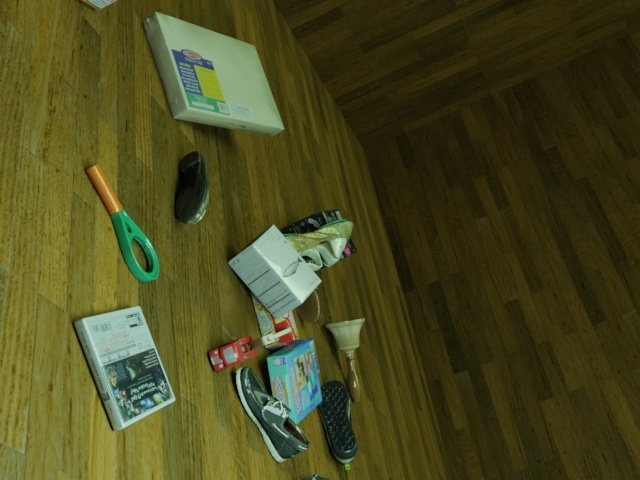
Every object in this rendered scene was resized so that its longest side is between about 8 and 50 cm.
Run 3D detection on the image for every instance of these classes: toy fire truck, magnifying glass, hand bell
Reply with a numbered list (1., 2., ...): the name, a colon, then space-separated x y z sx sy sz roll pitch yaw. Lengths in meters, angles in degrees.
1. toy fire truck: -0.134 0.212 1.675 0.047 0.135 0.192 68 13 4
2. magnifying glass: -0.354 -0.029 1.466 0.092 0.026 0.231 -70 137 -70
3. hand bell: 0.092 0.359 2.440 0.126 0.126 0.241 10 70 -74

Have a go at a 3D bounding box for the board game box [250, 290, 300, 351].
1. board game box: -0.113 0.178 2.009 0.147 0.045 0.193 37 33 -65

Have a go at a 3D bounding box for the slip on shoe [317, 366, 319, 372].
1. slip on shoe: -0.034 0.343 2.068 0.135 0.052 0.041 -55 161 -83

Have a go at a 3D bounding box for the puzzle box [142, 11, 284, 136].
1. puzzle box: -0.268 -0.421 2.129 0.409 0.052 0.272 2 66 -58

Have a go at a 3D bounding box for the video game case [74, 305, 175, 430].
1. video game case: -0.305 0.195 1.294 0.173 0.022 0.190 68 13 4

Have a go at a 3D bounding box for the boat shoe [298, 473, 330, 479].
1. boat shoe: -0.030 0.545 1.756 0.065 0.075 0.206 26 6 22

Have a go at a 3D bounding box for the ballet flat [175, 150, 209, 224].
1. ballet flat: -0.272 -0.110 1.797 0.058 0.084 0.249 56 12 -36

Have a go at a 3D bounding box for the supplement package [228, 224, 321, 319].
1. supplement package: -0.106 0.074 1.921 0.179 0.105 0.105 50 40 -6

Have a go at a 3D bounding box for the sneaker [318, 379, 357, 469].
1. sneaker: 0.041 0.476 2.112 0.097 0.084 0.234 89 -6 -49

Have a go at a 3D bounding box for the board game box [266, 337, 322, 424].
1. board game box: -0.057 0.323 1.891 0.210 0.047 0.160 -12 94 -73

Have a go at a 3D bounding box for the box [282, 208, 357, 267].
1. box: 0.000 0.000 2.530 0.163 0.142 0.247 67 12 2

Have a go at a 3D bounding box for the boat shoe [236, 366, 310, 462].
1. boat shoe: -0.101 0.353 1.708 0.233 0.079 0.084 62 16 -17

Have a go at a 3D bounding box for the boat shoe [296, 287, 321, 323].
1. boat shoe: -0.042 0.134 2.289 0.073 0.073 0.206 15 53 -66

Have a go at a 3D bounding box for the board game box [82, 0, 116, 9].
1. board game box: -0.428 -0.725 1.569 0.356 0.357 0.356 69 14 8

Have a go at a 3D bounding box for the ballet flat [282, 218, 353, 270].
1. ballet flat: -0.012 0.026 2.256 0.349 0.123 0.123 -13 80 -48
